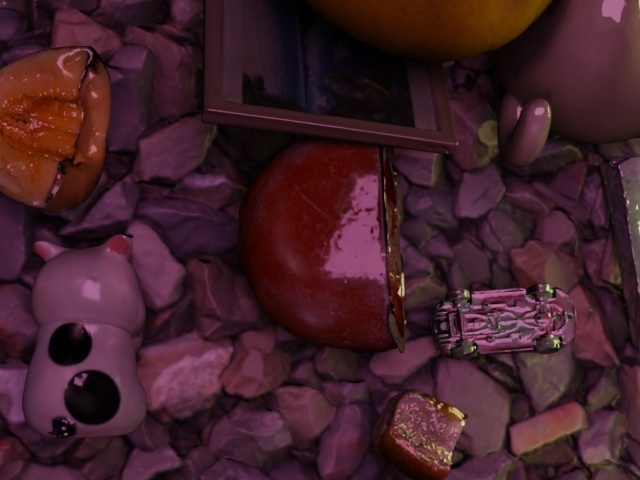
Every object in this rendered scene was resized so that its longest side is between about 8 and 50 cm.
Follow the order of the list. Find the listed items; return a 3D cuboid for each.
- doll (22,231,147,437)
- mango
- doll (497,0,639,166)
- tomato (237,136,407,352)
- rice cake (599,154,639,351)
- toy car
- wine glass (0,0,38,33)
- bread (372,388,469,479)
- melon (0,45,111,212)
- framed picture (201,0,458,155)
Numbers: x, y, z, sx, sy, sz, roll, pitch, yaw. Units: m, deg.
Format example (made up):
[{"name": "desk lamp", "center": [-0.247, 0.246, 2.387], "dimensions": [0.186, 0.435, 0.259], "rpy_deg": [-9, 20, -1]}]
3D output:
[{"name": "doll", "center": [-0.210, 0.092, 1.118], "dimensions": [0.110, 0.107, 0.181], "rpy_deg": [-1, 72, 8]}, {"name": "mango", "center": [0.069, -0.348, 1.178], "dimensions": [0.301, 0.220, 0.445], "rpy_deg": [-13, 49, -17]}, {"name": "doll", "center": [0.345, -0.197, 1.249], "dimensions": [0.370, 0.215, 0.226], "rpy_deg": [-4, 96, -12]}, {"name": "tomato", "center": [0.000, 0.000, 1.167], "dimensions": [0.155, 0.181, 0.214], "rpy_deg": [-2, 71, 4]}, {"name": "rice cake", "center": [0.329, 0.013, 1.295], "dimensions": [0.043, 0.034, 0.211], "rpy_deg": [-2, 79, -22]}, {"name": "toy car", "center": [0.181, 0.083, 1.237], "dimensions": [0.142, 0.055, 0.069], "rpy_deg": [-4, 72, -4]}, {"name": "wine glass", "center": [-0.395, -0.216, 1.152], "dimensions": [0.262, 0.074, 0.074], "rpy_deg": [-6, 81, -13]}, {"name": "bread", "center": [0.090, 0.186, 1.181], "dimensions": [0.070, 0.083, 0.077], "rpy_deg": [24, 75, -4]}, {"name": "melon", "center": [-0.261, -0.102, 1.163], "dimensions": [0.128, 0.079, 0.160], "rpy_deg": [11, 77, 8]}, {"name": "framed picture", "center": [0.003, -0.204, 1.184], "dimensions": [0.232, 0.024, 0.315], "rpy_deg": [7, 45, -12]}]
